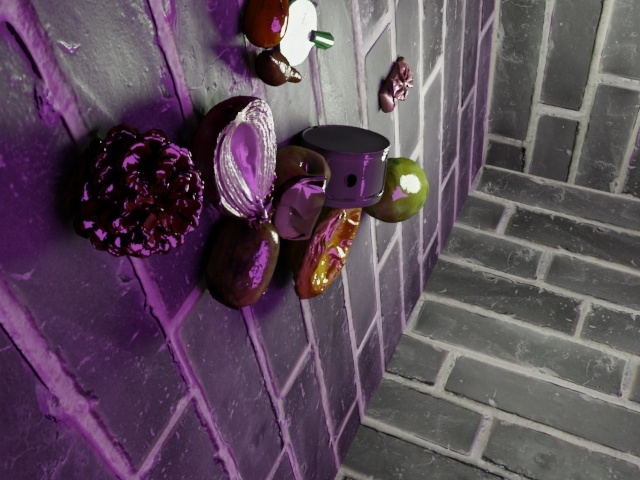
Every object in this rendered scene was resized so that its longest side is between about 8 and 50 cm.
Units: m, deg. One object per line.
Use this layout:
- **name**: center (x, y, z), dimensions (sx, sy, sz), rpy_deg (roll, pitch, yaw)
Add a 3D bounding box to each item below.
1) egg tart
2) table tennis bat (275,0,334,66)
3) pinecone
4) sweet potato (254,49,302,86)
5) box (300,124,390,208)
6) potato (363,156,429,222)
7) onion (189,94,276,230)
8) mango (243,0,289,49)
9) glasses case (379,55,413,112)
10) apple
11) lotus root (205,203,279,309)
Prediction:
- **egg tart**: center (-0.001, 0.001, 1.984), dimensions (0.341, 0.132, 0.341), rpy_deg (-55, 163, -26)
- **table tennis bat**: center (-0.034, -0.480, 1.706), dimensions (0.257, 0.039, 0.160), rpy_deg (-14, 120, -64)
- **pinecone**: center (-0.280, -0.070, 1.157), dimensions (0.221, 0.222, 0.221), rpy_deg (-50, 149, -46)
- **sweet potato**: center (-0.097, -0.368, 1.587), dimensions (0.269, 0.075, 0.074), rpy_deg (-16, 121, -78)
- **box**: center (0.058, -0.193, 1.878), dimensions (0.226, 0.226, 0.149), rpy_deg (-40, 140, -56)
- **potato**: center (0.243, -0.167, 2.402), dimensions (0.304, 0.216, 0.215), rpy_deg (-19, 123, -68)
- **onion**: center (-0.177, -0.142, 1.463), dimensions (0.227, 0.120, 0.283), rpy_deg (-48, 139, -44)
- **mango**: center (-0.100, -0.466, 1.482), dimensions (0.105, 0.084, 0.159), rpy_deg (17, 90, -75)
- **glasses case**: center (0.256, -0.512, 2.363), dimensions (0.193, 0.070, 0.102), rpy_deg (-62, 155, -29)
- **apple**: center (-0.068, -0.112, 1.707), dimensions (0.207, 0.174, 0.188), rpy_deg (-52, 170, -50)
- **lotus root**: center (-0.159, 0.017, 1.598), dimensions (0.154, 0.154, 0.278), rpy_deg (14, 91, -69)
